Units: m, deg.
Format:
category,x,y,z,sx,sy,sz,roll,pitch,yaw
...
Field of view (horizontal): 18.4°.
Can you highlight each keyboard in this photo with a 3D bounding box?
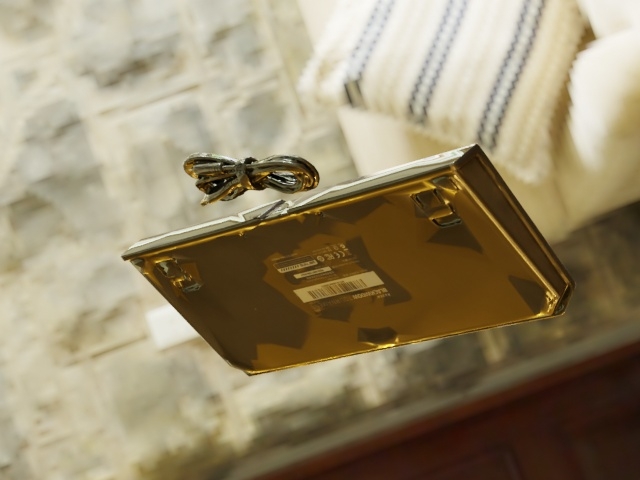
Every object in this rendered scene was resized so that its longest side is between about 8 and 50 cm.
category,x,y,z,sx,sy,sz,roll,pitch,yaw
keyboard,0.000,0.000,0.748,0.108,0.180,0.023,48,-131,-26
